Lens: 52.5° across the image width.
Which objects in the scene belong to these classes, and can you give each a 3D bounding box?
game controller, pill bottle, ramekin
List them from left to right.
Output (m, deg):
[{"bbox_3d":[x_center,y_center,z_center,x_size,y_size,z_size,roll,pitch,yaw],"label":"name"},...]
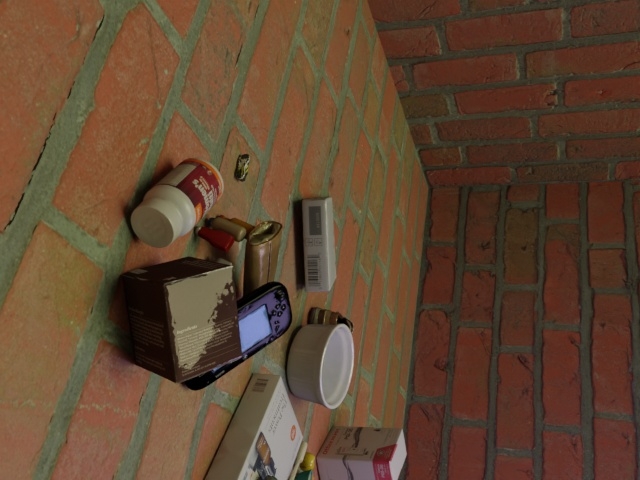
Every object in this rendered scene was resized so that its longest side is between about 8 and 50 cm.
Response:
[{"bbox_3d":[-0.306,-0.082,1.399,0.221,0.121,0.121,-60,144,-53],"label":"pill bottle"},{"bbox_3d":[-0.201,0.227,1.559,0.319,0.067,0.167,-31,124,-27],"label":"game controller"},{"bbox_3d":[0.000,0.406,2.149,0.277,0.135,0.278,5,90,-65],"label":"ramekin"}]

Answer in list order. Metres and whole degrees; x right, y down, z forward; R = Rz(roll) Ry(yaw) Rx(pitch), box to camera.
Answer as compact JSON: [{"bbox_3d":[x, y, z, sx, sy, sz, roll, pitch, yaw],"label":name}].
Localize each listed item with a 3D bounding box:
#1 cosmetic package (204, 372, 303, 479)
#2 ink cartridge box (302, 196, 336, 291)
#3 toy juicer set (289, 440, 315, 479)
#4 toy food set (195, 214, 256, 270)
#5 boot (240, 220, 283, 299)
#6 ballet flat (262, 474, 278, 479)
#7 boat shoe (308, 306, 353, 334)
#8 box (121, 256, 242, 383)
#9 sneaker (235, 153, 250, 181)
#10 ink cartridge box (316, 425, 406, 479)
[{"bbox_3d":[-0.172,0.603,1.782,0.377,0.097,0.285,-66,151,-47],"label":"cosmetic package"},{"bbox_3d":[0.000,0.000,2.311,0.385,0.091,0.309,-54,142,-83],"label":"ink cartridge box"},{"bbox_3d":[-0.041,0.751,2.033,0.209,0.089,0.329,-72,167,-45],"label":"toy juicer set"},{"bbox_3d":[-0.263,0.024,1.595,0.232,0.104,0.111,-59,161,-24],"label":"toy food set"},{"bbox_3d":[-0.181,0.112,1.646,0.236,0.089,0.270,-56,160,-53],"label":"boot"},{"bbox_3d":[-0.128,0.707,1.697,0.068,0.072,0.213,-30,122,-35],"label":"ballet flat"},{"bbox_3d":[0.061,0.333,2.364,0.324,0.116,0.123,46,48,-61],"label":"boat shoe"},{"bbox_3d":[-0.281,0.155,1.328,0.167,0.168,0.203,-15,106,-42],"label":"box"},{"bbox_3d":[-0.213,-0.199,1.784,0.035,0.031,0.083,78,24,-63],"label":"sneaker"},{"bbox_3d":[0.150,0.784,2.363,0.207,0.282,0.117,-45,127,-62],"label":"ink cartridge box"}]
